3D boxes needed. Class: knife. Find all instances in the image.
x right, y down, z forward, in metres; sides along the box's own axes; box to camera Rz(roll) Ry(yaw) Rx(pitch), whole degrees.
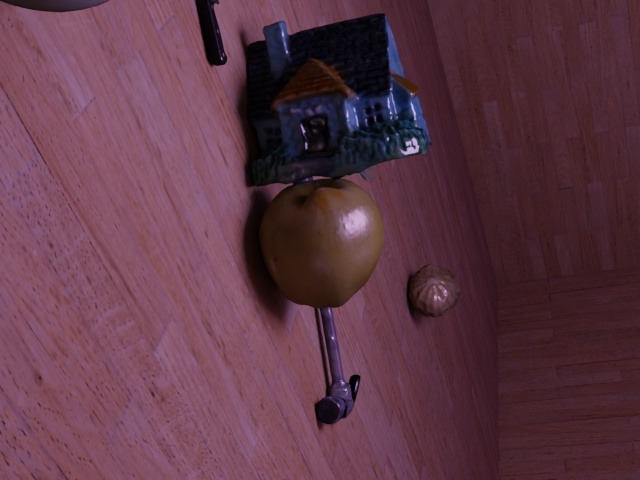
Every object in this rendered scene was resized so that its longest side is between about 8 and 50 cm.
[{"bbox_3d":[-0.161,-0.366,1.107,0.072,0.019,0.245,-19,98,-72],"label":"knife"}]

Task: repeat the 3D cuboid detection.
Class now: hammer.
[{"bbox_3d":[0.004,0.090,1.333,0.152,0.044,0.427,-9,89,-72],"label":"hammer"}]

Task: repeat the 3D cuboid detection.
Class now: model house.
[{"bbox_3d":[0.018,-0.225,1.180,0.226,0.261,0.241,-40,119,-70],"label":"model house"}]

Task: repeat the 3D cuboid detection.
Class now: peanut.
[{"bbox_3d":[0.308,0.130,2.094,0.298,0.120,0.136,0,85,-74],"label":"peanut"}]

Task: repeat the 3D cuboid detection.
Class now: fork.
[{"bbox_3d":[0.074,-0.184,1.710,0.235,0.021,0.039,35,45,-63],"label":"fork"}]

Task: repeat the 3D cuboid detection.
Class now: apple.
[{"bbox_3d":[0.000,0.000,1.155,0.200,0.200,0.200,-9,90,-72],"label":"apple"}]

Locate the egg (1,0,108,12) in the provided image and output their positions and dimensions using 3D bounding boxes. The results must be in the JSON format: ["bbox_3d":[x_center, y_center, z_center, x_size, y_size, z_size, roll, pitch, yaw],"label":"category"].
[{"bbox_3d":[-0.234,-0.278,0.591,0.264,0.183,0.183,15,67,-63],"label":"egg"}]
